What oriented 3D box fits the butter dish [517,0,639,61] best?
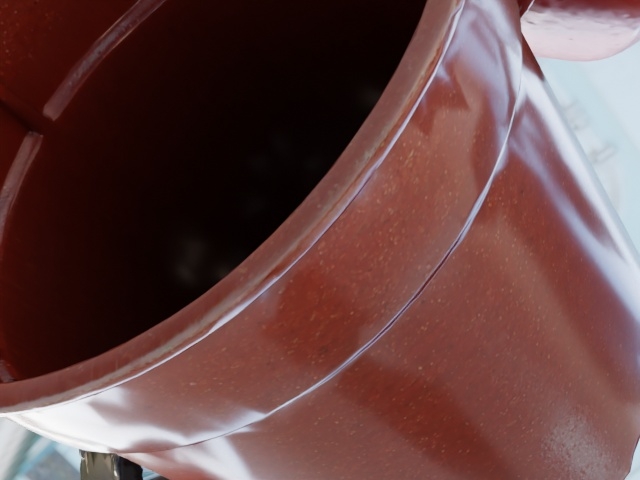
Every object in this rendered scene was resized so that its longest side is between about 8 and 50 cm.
[{"bbox_3d":[0.131,-0.142,0.600,0.160,0.118,0.160,148,-41,-79],"label":"butter dish"}]

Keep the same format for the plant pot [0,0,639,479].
[{"bbox_3d":[0.000,0.000,0.548,0.272,0.265,0.272,-20,-131,25],"label":"plant pot"}]

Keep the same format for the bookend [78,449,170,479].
[{"bbox_3d":[-0.042,0.178,0.717,0.156,0.157,0.072,-3,-178,-26],"label":"bookend"}]
